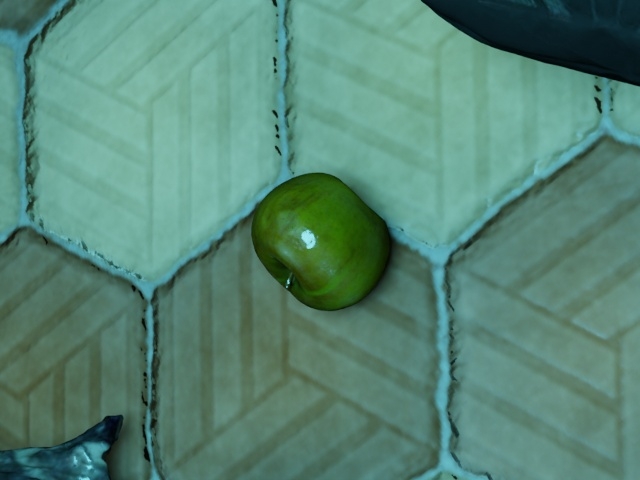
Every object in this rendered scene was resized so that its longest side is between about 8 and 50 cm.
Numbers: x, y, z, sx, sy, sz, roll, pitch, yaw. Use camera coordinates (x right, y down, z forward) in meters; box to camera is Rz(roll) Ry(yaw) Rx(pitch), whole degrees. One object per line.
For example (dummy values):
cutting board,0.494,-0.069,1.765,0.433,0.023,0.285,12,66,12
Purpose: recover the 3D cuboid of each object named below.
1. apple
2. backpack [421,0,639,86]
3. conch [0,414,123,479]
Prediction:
apple,0.000,0.000,1.103,0.074,0.089,0.089,-47,62,-1
backpack,0.211,-0.304,0.913,0.363,0.255,0.446,17,108,33
conch,-0.191,0.235,1.115,0.313,0.240,0.186,49,124,13
